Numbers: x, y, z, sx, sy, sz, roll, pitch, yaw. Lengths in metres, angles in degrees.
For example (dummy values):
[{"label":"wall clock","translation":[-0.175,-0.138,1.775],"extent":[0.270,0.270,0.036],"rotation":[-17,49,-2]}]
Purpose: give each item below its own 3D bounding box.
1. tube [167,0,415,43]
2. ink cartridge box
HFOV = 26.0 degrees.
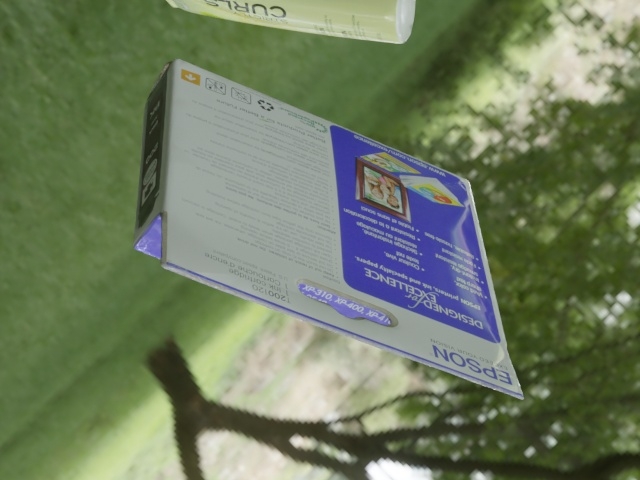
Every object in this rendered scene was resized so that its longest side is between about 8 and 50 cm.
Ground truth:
[{"label":"tube","translation":[-0.038,-0.213,1.226],"extent":[0.062,0.240,0.070],"rotation":[-63,155,-48]},{"label":"ink cartridge box","translation":[0.000,0.000,0.763],"extent":[0.045,0.206,0.208],"rotation":[-58,-160,29]}]
